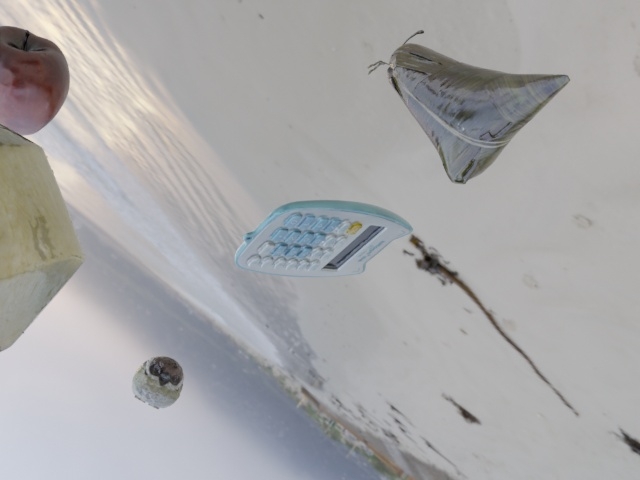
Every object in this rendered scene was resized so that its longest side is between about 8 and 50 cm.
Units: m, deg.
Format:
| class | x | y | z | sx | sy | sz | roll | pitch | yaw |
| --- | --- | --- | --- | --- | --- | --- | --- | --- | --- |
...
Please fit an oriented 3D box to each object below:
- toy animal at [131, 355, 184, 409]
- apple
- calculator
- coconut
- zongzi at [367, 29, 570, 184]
| class | x | y | z | sx | sy | sz | roll | pitch | yaw |
| --- | --- | --- | --- | --- | --- | --- | --- | --- | --- |
| toy animal | -0.307 | 0.264 | 1.154 | 0.098 | 0.098 | 0.137 | 42 | 163 | -11 |
| apple | -0.663 | -0.352 | 1.329 | 0.234 | 0.234 | 0.234 | 37 | 168 | 9 |
| calculator | 0.000 | 0.000 | 1.280 | 0.387 | 0.256 | 0.054 | 3 | -124 | -42 |
| coconut | -0.466 | 0.003 | 0.778 | 0.323 | 0.323 | 0.323 | 37 | 168 | 9 |
| zongzi | 0.208 | -0.240 | 0.864 | 0.247 | 0.111 | 0.241 | 58 | 147 | 14 |
